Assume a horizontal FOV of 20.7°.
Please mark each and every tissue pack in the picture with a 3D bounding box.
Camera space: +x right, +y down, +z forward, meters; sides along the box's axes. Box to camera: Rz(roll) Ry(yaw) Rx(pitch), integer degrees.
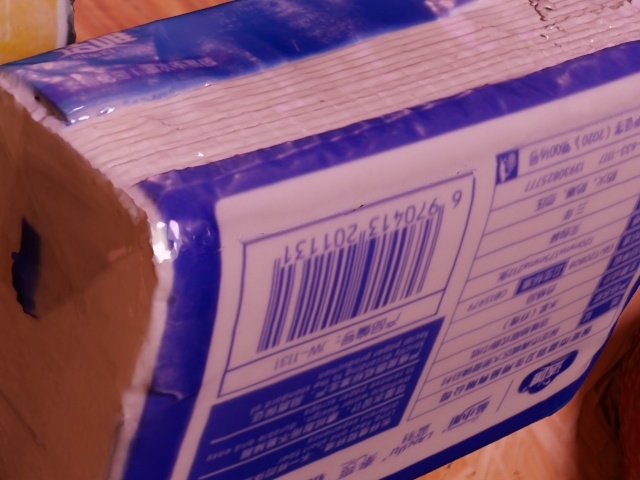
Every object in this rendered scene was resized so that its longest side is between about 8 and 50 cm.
[{"bbox_3d":[0.000,0.000,0.637,0.270,0.137,0.209,-20,145,-35],"label":"tissue pack"}]

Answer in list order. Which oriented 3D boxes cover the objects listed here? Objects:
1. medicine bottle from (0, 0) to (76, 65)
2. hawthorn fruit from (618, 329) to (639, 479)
[{"bbox_3d":[-0.268,-0.051,0.463,0.426,0.108,0.108,-11,103,-38],"label":"medicine bottle"},{"bbox_3d":[0.242,0.130,0.848,0.205,0.205,0.253,-11,103,-38],"label":"hawthorn fruit"}]
